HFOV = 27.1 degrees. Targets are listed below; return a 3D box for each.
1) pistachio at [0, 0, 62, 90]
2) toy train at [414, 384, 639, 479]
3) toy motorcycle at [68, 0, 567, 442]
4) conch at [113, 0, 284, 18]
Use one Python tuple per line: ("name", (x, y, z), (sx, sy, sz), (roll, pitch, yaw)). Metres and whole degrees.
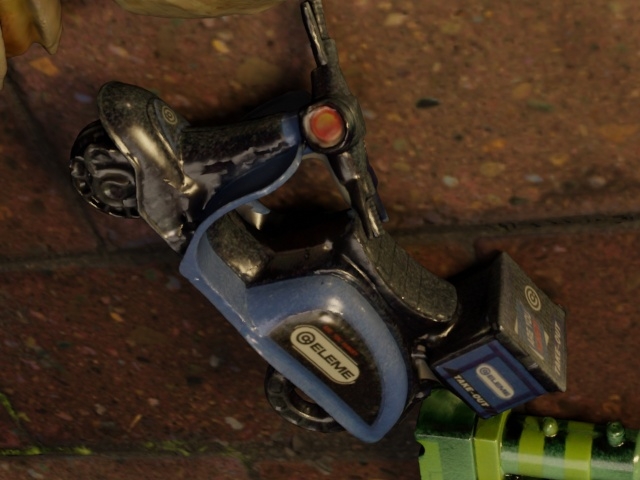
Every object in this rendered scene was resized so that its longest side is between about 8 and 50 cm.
("pistachio", (-0.228, -0.188, 0.805), (0.152, 0.126, 0.223), (30, 155, 42))
("toy train", (0.176, 0.183, 1.057), (0.200, 0.083, 0.132), (2, 131, 17))
("toy motorcycle", (0.000, 0.000, 0.916), (0.213, 0.125, 0.358), (-30, 120, 29))
("conch", (-0.016, -0.229, 0.634), (0.324, 0.186, 0.263), (8, 141, 13))
